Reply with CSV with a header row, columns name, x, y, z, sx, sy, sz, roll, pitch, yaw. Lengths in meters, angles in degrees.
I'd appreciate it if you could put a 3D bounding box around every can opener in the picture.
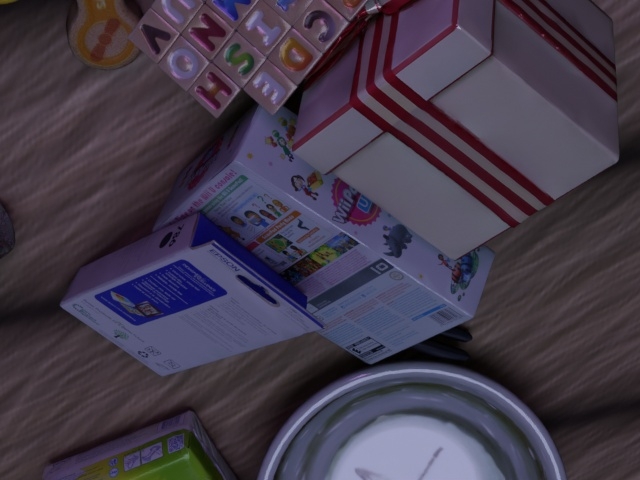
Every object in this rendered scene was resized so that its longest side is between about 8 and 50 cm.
name,x,y,z,sx,sy,sz,roll,pitch,yaw
can opener,0.100,0.108,1.573,0.186,0.073,0.059,10,82,-13

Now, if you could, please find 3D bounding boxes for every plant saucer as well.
name,x,y,z,sx,sy,sz,roll,pitch,yaw
plant saucer,0.114,0.335,1.646,0.400,0.100,0.401,0,102,-1

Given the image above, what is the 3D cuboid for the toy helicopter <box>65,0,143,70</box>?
name,x,y,z,sx,sy,sz,roll,pitch,yaw
toy helicopter,-0.211,-0.322,1.249,0.234,0.140,0.355,-10,134,-8

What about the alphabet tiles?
name,x,y,z,sx,sy,sz,roll,pitch,yaw
alphabet tiles,-0.069,-0.239,1.194,0.198,0.009,0.237,42,110,1

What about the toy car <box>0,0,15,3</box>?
name,x,y,z,sx,sy,sz,roll,pitch,yaw
toy car,-0.283,-0.315,1.061,0.239,0.053,0.225,20,110,-50

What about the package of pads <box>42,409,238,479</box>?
name,x,y,z,sx,sy,sz,roll,pitch,yaw
package of pads,-0.209,0.382,1.693,0.229,0.101,0.297,-22,121,9

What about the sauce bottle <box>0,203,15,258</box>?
name,x,y,z,sx,sy,sz,roll,pitch,yaw
sauce bottle,-0.507,0.060,1.458,0.344,0.111,0.111,-34,119,15

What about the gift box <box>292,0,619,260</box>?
name,x,y,z,sx,sy,sz,roll,pitch,yaw
gift box,0.120,-0.177,1.277,0.258,0.276,0.255,34,128,-26

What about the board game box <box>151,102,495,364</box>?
name,x,y,z,sx,sy,sz,roll,pitch,yaw
board game box,0.000,0.000,1.388,0.303,0.098,0.224,32,148,-16

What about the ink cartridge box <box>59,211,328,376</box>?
name,x,y,z,sx,sy,sz,roll,pitch,yaw
ink cartridge box,-0.139,0.061,1.418,0.165,0.065,0.332,40,146,-25
